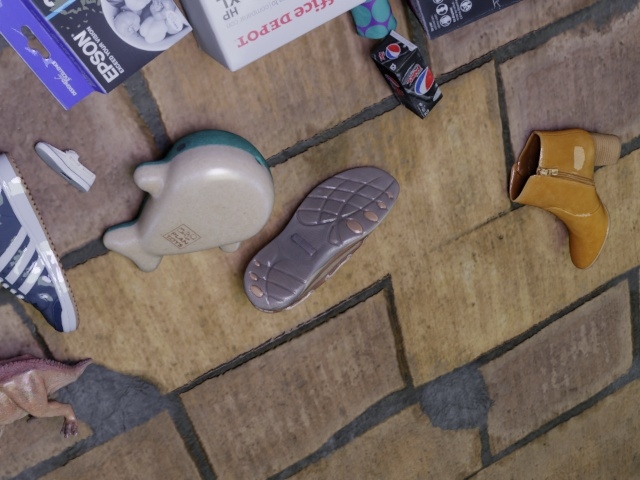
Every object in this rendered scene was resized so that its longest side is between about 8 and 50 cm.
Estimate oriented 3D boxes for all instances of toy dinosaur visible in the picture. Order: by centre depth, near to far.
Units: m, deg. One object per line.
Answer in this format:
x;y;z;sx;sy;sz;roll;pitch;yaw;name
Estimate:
-0.479;0.224;1.265;0.296;0.127;0.200;-24;120;-22;toy dinosaur

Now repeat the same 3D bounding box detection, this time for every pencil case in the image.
0.065;-0.375;1.256;0.064;0.070;0.151;-8;132;16;pencil case

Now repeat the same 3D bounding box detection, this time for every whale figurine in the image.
-0.197;-0.060;1.270;0.272;0.141;0.216;-32;132;22;whale figurine

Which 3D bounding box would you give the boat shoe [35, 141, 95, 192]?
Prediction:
-0.356;-0.111;1.195;0.100;0.035;0.035;45;63;-35;boat shoe

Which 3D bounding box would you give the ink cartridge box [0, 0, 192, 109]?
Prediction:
-0.307;-0.298;1.104;0.208;0.045;0.206;-38;129;-3;ink cartridge box

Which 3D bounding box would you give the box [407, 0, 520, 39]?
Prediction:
0.174;-0.445;1.210;0.163;0.142;0.247;-22;127;6;box

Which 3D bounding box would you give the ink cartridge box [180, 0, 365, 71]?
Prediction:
-0.097;-0.412;1.101;0.223;0.129;0.307;-31;128;-12;ink cartridge box

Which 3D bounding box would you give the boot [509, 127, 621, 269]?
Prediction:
0.456;-0.075;1.641;0.211;0.104;0.295;-4;114;-22;boot

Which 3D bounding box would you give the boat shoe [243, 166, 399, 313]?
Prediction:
0.000;0.000;1.421;0.324;0.123;0.116;-39;163;-15;boat shoe

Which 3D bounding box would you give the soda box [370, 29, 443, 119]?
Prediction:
0.138;-0.256;1.331;0.053;0.060;0.169;-49;153;1;soda box

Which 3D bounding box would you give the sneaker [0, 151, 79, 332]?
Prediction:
-0.447;0.030;1.177;0.153;0.099;0.282;-26;120;-20;sneaker
